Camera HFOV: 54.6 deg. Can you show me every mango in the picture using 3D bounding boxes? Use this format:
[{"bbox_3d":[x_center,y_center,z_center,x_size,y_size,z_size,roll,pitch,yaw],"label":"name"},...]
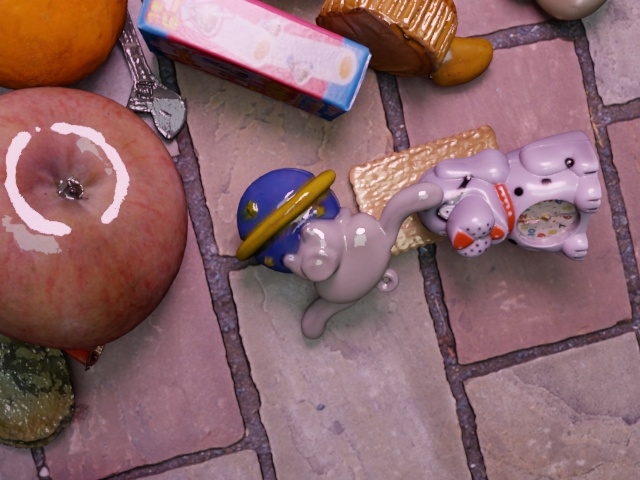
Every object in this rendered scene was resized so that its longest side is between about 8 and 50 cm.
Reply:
[{"bbox_3d":[0.216,-0.286,0.978,0.114,0.060,0.080,-20,95,-9],"label":"mango"}]

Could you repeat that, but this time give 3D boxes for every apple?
[{"bbox_3d":[-0.333,-0.035,0.809,0.345,0.269,0.345,1,74,-5],"label":"apple"}]

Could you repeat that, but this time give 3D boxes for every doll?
[{"bbox_3d":[0.013,-0.015,0.876,0.311,0.159,0.242,-36,83,23],"label":"doll"}]

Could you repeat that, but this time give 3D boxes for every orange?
[{"bbox_3d":[-0.387,-0.341,0.808,0.284,0.226,0.284,6,81,-45],"label":"orange"}]

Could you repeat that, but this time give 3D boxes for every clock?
[{"bbox_3d":[0.256,-0.060,0.908,0.254,0.189,0.189,-4,91,1],"label":"clock"}]

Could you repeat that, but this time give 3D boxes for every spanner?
[{"bbox_3d":[-0.289,-0.306,0.949,0.093,0.026,0.325,-21,91,-6],"label":"spanner"}]

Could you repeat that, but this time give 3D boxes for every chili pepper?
[{"bbox_3d":[-0.404,0.122,0.932,0.169,0.065,0.088,26,115,2],"label":"chili pepper"}]

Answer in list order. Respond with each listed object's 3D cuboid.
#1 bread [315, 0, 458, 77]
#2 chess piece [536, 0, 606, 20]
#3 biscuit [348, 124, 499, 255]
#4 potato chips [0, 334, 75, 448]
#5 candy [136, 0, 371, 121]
[{"bbox_3d":[0.100,-0.320,0.899,0.199,0.199,0.104,26,88,-5],"label":"bread"},{"bbox_3d":[0.310,-0.467,0.940,0.330,0.182,0.182,34,88,-10],"label":"chess piece"},{"bbox_3d":[0.181,-0.077,0.992,0.249,0.030,0.160,-19,92,-5],"label":"biscuit"},{"bbox_3d":[-0.457,0.204,0.916,0.202,0.029,0.220,9,104,6],"label":"potato chips"},{"bbox_3d":[-0.094,-0.273,0.891,0.306,0.157,0.100,19,91,-10],"label":"candy"}]
